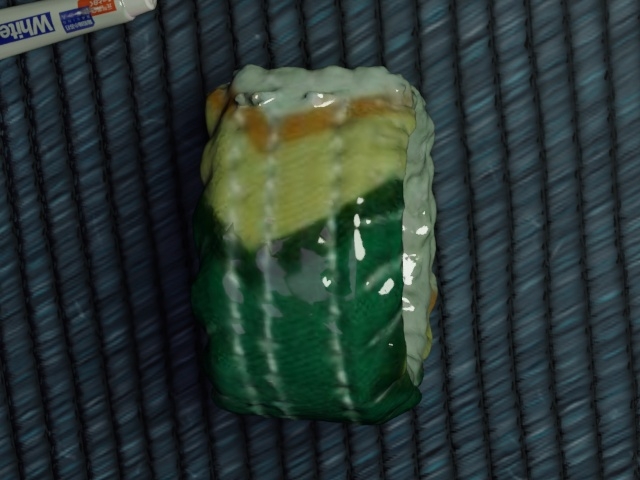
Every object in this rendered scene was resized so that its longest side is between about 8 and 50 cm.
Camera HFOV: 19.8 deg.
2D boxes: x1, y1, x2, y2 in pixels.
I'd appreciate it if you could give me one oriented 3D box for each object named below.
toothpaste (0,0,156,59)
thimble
[{"bbox_3d":[-0.241,-0.183,1.560,0.218,0.033,0.052,-11,99,20],"label":"toothpaste"},{"bbox_3d":[0.000,0.000,1.440,0.167,0.254,0.288,1,109,11],"label":"thimble"}]
